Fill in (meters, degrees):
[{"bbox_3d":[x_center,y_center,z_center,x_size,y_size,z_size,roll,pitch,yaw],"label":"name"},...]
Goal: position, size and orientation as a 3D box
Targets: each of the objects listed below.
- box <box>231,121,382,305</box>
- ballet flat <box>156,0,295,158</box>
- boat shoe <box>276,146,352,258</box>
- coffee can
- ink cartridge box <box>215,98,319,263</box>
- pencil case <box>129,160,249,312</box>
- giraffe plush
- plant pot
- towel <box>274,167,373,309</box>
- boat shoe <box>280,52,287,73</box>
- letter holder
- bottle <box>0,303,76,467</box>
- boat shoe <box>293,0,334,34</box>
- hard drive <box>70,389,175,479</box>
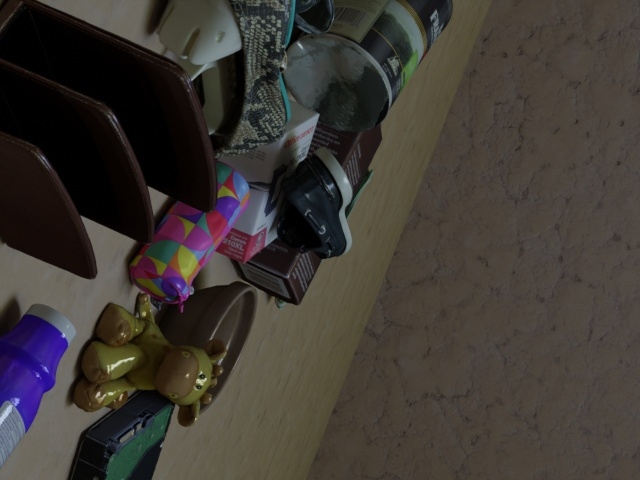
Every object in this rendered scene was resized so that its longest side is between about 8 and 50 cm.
[{"bbox_3d":[-0.024,-0.092,2.387,0.381,0.143,0.191,-61,166,-14],"label":"box"},{"bbox_3d":[-0.127,-0.249,1.677,0.182,0.164,0.483,-32,157,-18],"label":"ballet flat"},{"bbox_3d":[-0.020,-0.036,2.109,0.113,0.127,0.340,-32,168,-12],"label":"boat shoe"},{"bbox_3d":[0.084,-0.350,2.216,0.275,0.201,0.201,-57,164,-36],"label":"coffee can"},{"bbox_3d":[-0.104,-0.107,2.106,0.172,0.100,0.237,-42,153,-64],"label":"ink cartridge box"},{"bbox_3d":[-0.193,-0.009,1.920,0.104,0.104,0.236,93,23,-58],"label":"pencil case"},{"bbox_3d":[-0.241,0.192,1.908,0.210,0.170,0.181,-37,148,-66],"label":"giraffe plush"},{"bbox_3d":[-0.206,0.165,2.153,0.237,0.110,0.237,-60,167,-24],"label":"plant pot"},{"bbox_3d":[0.000,0.000,2.642,0.248,0.038,0.325,-61,-173,-26],"label":"towel"},{"bbox_3d":[-0.080,-0.276,1.990,0.170,0.059,0.063,-63,167,-13],"label":"boat shoe"},{"bbox_3d":[-0.236,-0.079,1.336,0.152,0.214,0.302,-61,167,-23],"label":"letter holder"},{"bbox_3d":[-0.388,0.200,1.491,0.283,0.092,0.118,-59,166,-31],"label":"bottle"},{"bbox_3d":[-0.039,-0.386,1.823,0.121,0.119,0.335,-66,168,-3],"label":"boat shoe"},{"bbox_3d":[-0.354,0.428,2.119,0.237,0.064,0.339,-37,149,-66],"label":"hard drive"}]
